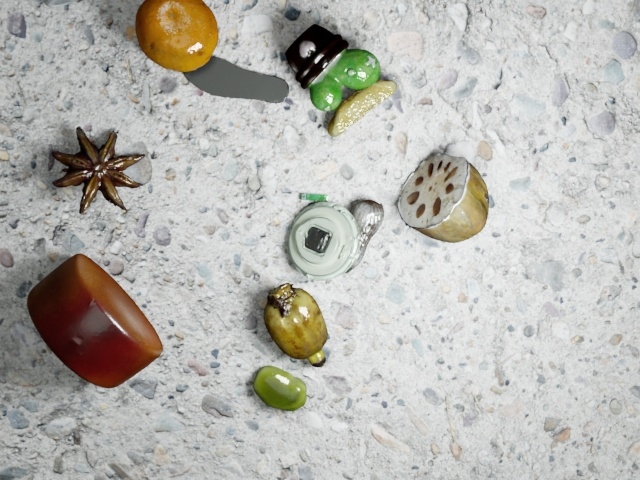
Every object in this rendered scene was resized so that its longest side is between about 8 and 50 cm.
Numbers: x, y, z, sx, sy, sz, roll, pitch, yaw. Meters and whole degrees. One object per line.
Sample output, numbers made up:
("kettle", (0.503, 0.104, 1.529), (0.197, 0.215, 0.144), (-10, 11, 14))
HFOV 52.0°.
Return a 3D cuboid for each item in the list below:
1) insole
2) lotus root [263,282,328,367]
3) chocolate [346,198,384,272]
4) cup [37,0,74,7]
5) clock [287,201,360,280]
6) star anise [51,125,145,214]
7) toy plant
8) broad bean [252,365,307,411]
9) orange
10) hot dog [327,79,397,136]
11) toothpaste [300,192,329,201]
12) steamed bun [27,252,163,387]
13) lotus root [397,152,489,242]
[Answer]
("insole", (-0.242, -0.460, 1.887), (0.310, 0.012, 0.110), (9, 97, -8))
("lotus root", (-0.071, 0.253, 1.963), (0.170, 0.141, 0.314), (-24, 111, 1))
("chocolate", (0.103, -0.013, 1.955), (0.110, 0.110, 0.248), (26, 90, -10))
("cup", (-0.721, -0.701, 1.762), (0.099, 0.136, 0.133), (-31, 105, -35))
("clock", (0.000, 0.000, 1.911), (0.237, 0.053, 0.236), (-2, 84, 24))
("star anise", (-0.626, -0.188, 1.851), (0.272, 0.102, 0.271), (5, 76, -20))
("toy plant", (0.030, -0.483, 1.829), (0.218, 0.175, 0.235), (-44, 98, 7))
("broad bean", (-0.123, 0.459, 2.026), (0.175, 0.082, 0.124), (22, 96, 1))
("orange", (-0.386, -0.566, 1.774), (0.224, 0.170, 0.223), (1, 82, -7))
("hot dog", (0.112, -0.395, 1.904), (0.243, 0.084, 0.073), (-37, 98, 1))
("toothpaste", (-0.017, -0.128, 1.966), (0.084, 0.017, 0.020), (4, 96, -7))
("steamed bun", (-0.634, 0.236, 1.840), (0.235, 0.248, 0.379), (-37, 100, 0))
("lotus root", (0.377, -0.112, 1.911), (0.192, 0.272, 0.272), (27, 96, -26))
